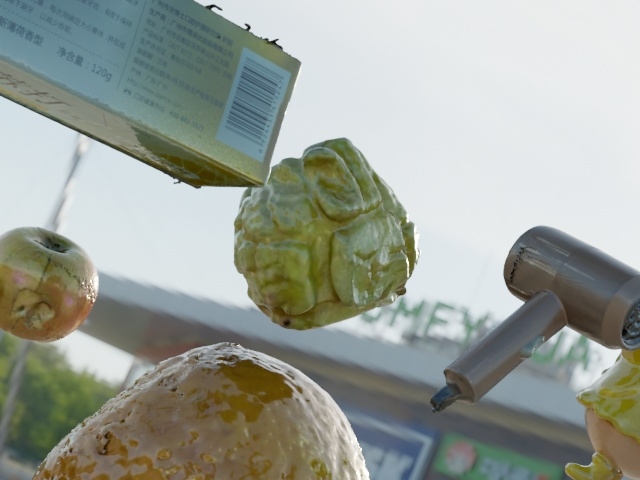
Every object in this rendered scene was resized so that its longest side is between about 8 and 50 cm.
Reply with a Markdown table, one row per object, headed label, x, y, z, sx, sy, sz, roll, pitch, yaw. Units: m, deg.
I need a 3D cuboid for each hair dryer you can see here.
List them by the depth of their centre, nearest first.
| label | x | y | z | sx | sy | sz | roll | pitch | yaw |
| --- | --- | --- | --- | --- | --- | --- | --- | --- | --- |
| hair dryer | 0.152 | 0.071 | 1.191 | 0.117 | 0.182 | 0.064 | 32 | -27 | 44 |

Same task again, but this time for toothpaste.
| label | x | y | z | sx | sy | sz | roll | pitch | yaw |
| --- | --- | --- | --- | --- | --- | --- | --- | --- | --- |
| toothpaste | -0.146 | -0.117 | 0.857 | 0.313 | 0.089 | 0.071 | 25 | -13 | -41 |

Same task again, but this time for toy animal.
| label | x | y | z | sx | sy | sz | roll | pitch | yaw |
| --- | --- | --- | --- | --- | --- | --- | --- | --- | --- |
| toy animal | 0.325 | 0.148 | 1.542 | 0.156 | 0.230 | 0.156 | 41 | 4 | -4 |

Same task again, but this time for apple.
| label | x | y | z | sx | sy | sz | roll | pitch | yaw |
| --- | --- | --- | --- | --- | --- | --- | --- | --- | --- |
| apple | -0.332 | 0.056 | 1.898 | 0.146 | 0.146 | 0.146 | 23 | -10 | 5 |

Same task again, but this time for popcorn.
| label | x | y | z | sx | sy | sz | roll | pitch | yaw |
| --- | --- | --- | --- | --- | --- | --- | --- | --- | --- |
| popcorn | -0.001 | -0.001 | 1.597 | 0.185 | 0.167 | 0.187 | -21 | -4 | 14 |

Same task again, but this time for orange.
| label | x | y | z | sx | sy | sz | roll | pitch | yaw |
| --- | --- | --- | --- | --- | --- | --- | --- | --- | --- |
| orange | -0.111 | 0.269 | 1.558 | 0.293 | 0.340 | 0.340 | 51 | -9 | 5 |
